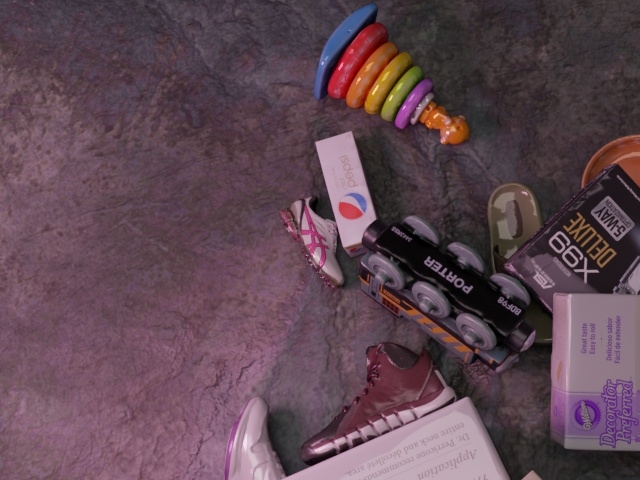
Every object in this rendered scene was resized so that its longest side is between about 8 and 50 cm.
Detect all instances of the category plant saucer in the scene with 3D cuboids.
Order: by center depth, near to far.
[{"bbox_3d":[0.555,-0.086,1.827,0.200,0.037,0.199,-3,73,11],"label":"plant saucer"}]

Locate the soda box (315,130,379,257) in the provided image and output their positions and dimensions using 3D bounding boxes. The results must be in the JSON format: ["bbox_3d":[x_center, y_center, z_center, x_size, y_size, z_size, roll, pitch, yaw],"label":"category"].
[{"bbox_3d":[0.055,-0.084,1.919,0.074,0.069,0.216,-17,71,7],"label":"soda box"}]

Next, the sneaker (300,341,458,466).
[{"bbox_3d":[0.079,0.268,1.795,0.282,0.106,0.162,-21,64,-6],"label":"sneaker"}]

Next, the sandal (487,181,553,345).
[{"bbox_3d":[0.345,0.037,1.807,0.120,0.086,0.302,-15,71,8],"label":"sandal"}]

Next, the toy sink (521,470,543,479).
[{"bbox_3d":[0.236,0.433,1.336,0.234,0.131,0.153,-41,69,-9],"label":"toy sink"}]

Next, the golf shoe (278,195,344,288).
[{"bbox_3d":[0.000,0.000,1.905,0.086,0.067,0.186,-32,69,0],"label":"golf shoe"}]

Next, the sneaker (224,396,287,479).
[{"bbox_3d":[-0.091,0.420,1.785,0.152,0.114,0.305,3,77,-1],"label":"sneaker"}]

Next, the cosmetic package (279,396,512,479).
[{"bbox_3d":[0.169,0.496,1.572,0.330,0.327,0.393,-24,69,4],"label":"cosmetic package"}]

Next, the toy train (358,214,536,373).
[{"bbox_3d":[0.207,0.093,1.766,0.334,0.190,0.142,35,66,17],"label":"toy train"}]

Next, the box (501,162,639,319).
[{"bbox_3d":[0.490,0.067,1.721,0.242,0.076,0.307,-43,90,-3],"label":"box"}]

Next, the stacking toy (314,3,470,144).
[{"bbox_3d":[0.147,-0.271,1.929,0.302,0.165,0.175,36,73,8],"label":"stacking toy"}]

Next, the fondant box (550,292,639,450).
[{"bbox_3d":[0.529,0.203,1.632,0.331,0.096,0.238,2,88,-2],"label":"fondant box"}]
